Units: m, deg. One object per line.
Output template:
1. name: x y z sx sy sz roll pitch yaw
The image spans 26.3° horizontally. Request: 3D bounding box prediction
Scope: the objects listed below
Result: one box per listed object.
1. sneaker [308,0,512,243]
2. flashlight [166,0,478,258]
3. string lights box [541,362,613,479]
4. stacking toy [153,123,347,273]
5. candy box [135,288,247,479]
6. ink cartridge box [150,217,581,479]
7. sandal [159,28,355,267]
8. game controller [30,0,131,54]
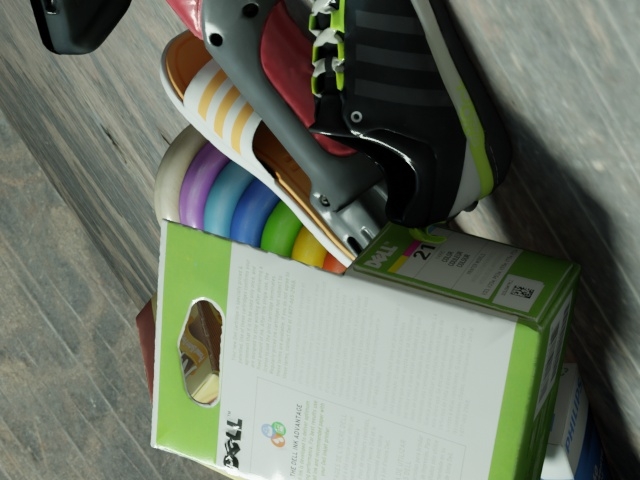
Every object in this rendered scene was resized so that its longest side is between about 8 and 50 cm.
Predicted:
1. sneaker: 0.029 -0.103 0.818 0.234 0.097 0.084 57 165 -13
2. flashlight: -0.012 -0.123 0.928 0.304 0.103 0.103 50 163 -5
3. string lights box: 0.155 0.204 1.058 0.133 0.076 0.259 -1 135 25
4. stacking toy: 0.000 0.000 1.125 0.330 0.141 0.141 30 153 47
5. candy box: -0.007 0.158 1.220 0.316 0.087 0.183 32 -162 -28
6. ink cartridge box: 0.023 0.079 0.906 0.255 0.097 0.188 16 119 19
7. sandal: -0.011 -0.084 1.012 0.265 0.102 0.076 44 160 16
8. game controller: -0.156 -0.249 0.944 0.067 0.166 0.319 35 162 9
